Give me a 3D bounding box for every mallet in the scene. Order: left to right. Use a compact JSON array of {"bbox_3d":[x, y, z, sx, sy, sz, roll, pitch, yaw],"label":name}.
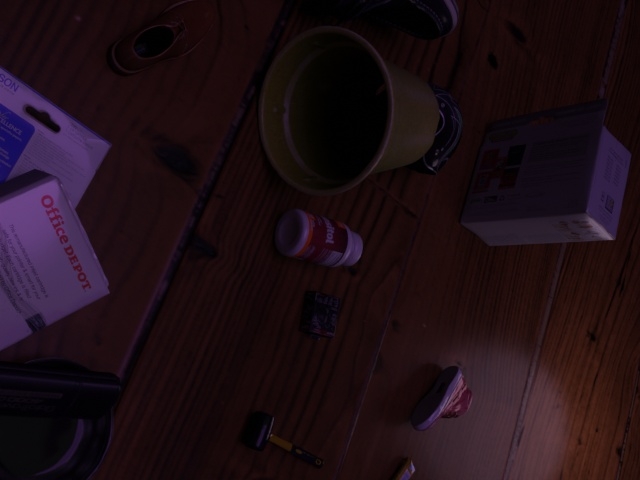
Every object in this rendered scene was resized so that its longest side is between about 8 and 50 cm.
[{"bbox_3d":[-0.055,0.349,1.336,0.190,0.039,0.062,32,65,-41],"label":"mallet"}]

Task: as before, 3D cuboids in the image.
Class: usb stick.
[{"bbox_3d":[-0.370,0.186,0.955,0.077,0.045,0.278,-51,144,13],"label":"usb stick"}]

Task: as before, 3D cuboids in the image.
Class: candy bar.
[{"bbox_3d":[0.140,0.492,1.506,0.161,0.018,0.040,-45,119,-34],"label":"candy bar"}]

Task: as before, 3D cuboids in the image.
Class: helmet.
[{"bbox_3d":[0.201,-0.225,1.511,0.169,0.169,0.161,22,89,-39],"label":"helmet"}]

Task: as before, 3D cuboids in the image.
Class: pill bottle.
[{"bbox_3d":[0.000,0.000,1.368,0.152,0.086,0.086,15,77,-41],"label":"pill bottle"}]

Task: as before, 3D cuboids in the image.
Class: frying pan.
[{"bbox_3d":[-0.386,0.319,1.028,0.197,0.053,0.326,18,77,-40],"label":"frying pan"}]

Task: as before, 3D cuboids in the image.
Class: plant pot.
[{"bbox_3d":[0.075,-0.219,1.356,0.254,0.276,0.276,-6,92,-53],"label":"plant pot"}]

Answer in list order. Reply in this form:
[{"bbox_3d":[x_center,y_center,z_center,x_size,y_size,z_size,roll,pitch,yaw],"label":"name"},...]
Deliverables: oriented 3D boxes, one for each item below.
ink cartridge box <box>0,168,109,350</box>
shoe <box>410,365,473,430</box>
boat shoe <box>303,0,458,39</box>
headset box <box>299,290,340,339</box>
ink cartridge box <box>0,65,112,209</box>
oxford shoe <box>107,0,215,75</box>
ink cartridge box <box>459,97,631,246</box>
[{"bbox_3d":[-0.411,0.037,0.949,0.237,0.100,0.171,-30,115,-25],"label":"ink cartridge box"},{"bbox_3d":[0.257,0.347,1.588,0.178,0.063,0.081,-46,111,-38],"label":"shoe"},{"bbox_3d":[0.043,-0.465,1.380,0.500,0.187,0.155,19,80,-34],"label":"boat shoe"},{"bbox_3d":[-0.001,0.139,1.394,0.062,0.032,0.083,19,76,-39],"label":"headset box"},{"bbox_3d":[-0.416,-0.100,1.032,0.206,0.045,0.208,38,66,-34],"label":"ink cartridge box"},{"bbox_3d":[-0.229,-0.321,1.195,0.212,0.076,0.076,-46,115,-35],"label":"oxford shoe"},{"bbox_3d":[0.490,-0.139,1.662,0.130,0.309,0.271,33,67,-36],"label":"ink cartridge box"}]
